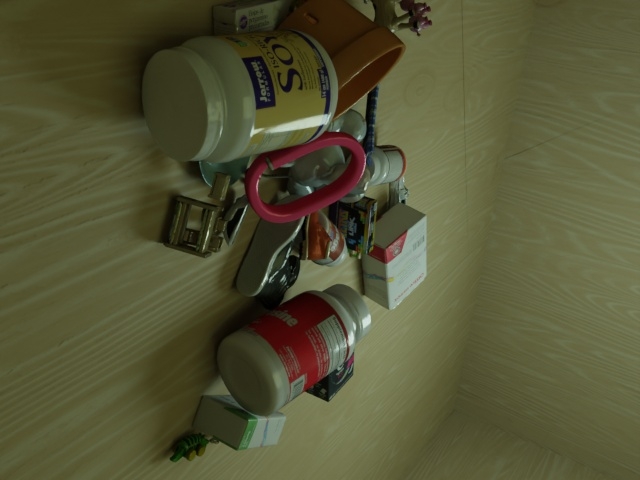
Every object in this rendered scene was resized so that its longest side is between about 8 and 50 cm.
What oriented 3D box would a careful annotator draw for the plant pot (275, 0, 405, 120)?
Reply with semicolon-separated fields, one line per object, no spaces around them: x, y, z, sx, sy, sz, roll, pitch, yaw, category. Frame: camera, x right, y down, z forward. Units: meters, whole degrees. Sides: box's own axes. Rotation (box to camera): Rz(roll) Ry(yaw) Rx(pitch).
0.019;-0.416;1.632;0.290;0.204;0.291;-38;177;-2;plant pot

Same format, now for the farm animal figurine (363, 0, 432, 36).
0.175;-0.695;1.886;0.327;0.172;0.330;68;31;-28;farm animal figurine

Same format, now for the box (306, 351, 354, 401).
0.010;0.338;2.263;0.165;0.143;0.271;-40;140;-46;box

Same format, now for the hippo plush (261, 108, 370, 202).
-0.003;-0.239;1.867;0.294;0.234;0.237;13;75;-22;hippo plush

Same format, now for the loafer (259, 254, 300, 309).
-0.110;0.107;1.985;0.170;0.062;0.061;-62;147;-20;loafer

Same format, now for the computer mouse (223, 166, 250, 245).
-0.193;-0.081;1.711;0.106;0.042;0.193;164;-52;-86;computer mouse

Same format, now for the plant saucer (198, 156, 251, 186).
-0.217;-0.211;1.603;0.195;0.037;0.195;-39;139;-46;plant saucer

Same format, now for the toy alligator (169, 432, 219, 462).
-0.319;0.518;1.859;0.189;0.056;0.052;-5;112;-61;toy alligator

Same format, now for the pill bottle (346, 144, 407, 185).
0.172;-0.230;2.224;0.221;0.121;0.121;-16;121;-58;pill bottle

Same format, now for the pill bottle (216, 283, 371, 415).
-0.057;0.274;1.937;0.407;0.229;0.229;-28;131;-40;pill bottle

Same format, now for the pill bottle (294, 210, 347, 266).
0.000;0.000;2.052;0.121;0.121;0.216;-66;153;-10;pill bottle

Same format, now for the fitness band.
-0.033;-0.149;1.663;0.290;0.054;0.209;-25;137;-7;fitness band

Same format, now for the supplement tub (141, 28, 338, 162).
-0.154;-0.284;1.420;0.331;0.241;0.241;-21;126;-43;supplement tub

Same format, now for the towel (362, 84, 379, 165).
0.151;-0.387;1.999;0.243;0.040;0.336;86;9;-86;towel

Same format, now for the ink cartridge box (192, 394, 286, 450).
-0.212;0.481;1.927;0.212;0.154;0.093;20;90;-63;ink cartridge box

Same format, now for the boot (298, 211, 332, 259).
-0.009;-0.024;1.910;0.059;0.084;0.158;173;-79;-80;boot

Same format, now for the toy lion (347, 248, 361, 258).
0.113;0.004;2.370;0.100;0.034;0.096;37;67;-62;toy lion

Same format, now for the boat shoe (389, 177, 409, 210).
0.280;-0.160;2.534;0.066;0.063;0.184;-34;136;-50;boat shoe

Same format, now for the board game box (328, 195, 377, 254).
0.094;-0.058;2.166;0.048;0.141;0.171;-37;138;-50;board game box

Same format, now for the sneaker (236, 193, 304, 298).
-0.109;0.024;1.897;0.296;0.104;0.147;-62;155;-7;sneaker

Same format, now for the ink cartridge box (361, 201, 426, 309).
0.257;0.056;2.524;0.226;0.131;0.306;-38;142;-30;ink cartridge box

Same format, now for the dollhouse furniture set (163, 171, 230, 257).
-0.261;-0.069;1.594;0.161;0.101;0.182;-49;155;-84;dollhouse furniture set

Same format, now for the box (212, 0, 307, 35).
-0.109;-0.502;1.589;0.324;0.067;0.063;-35;135;-48;box
